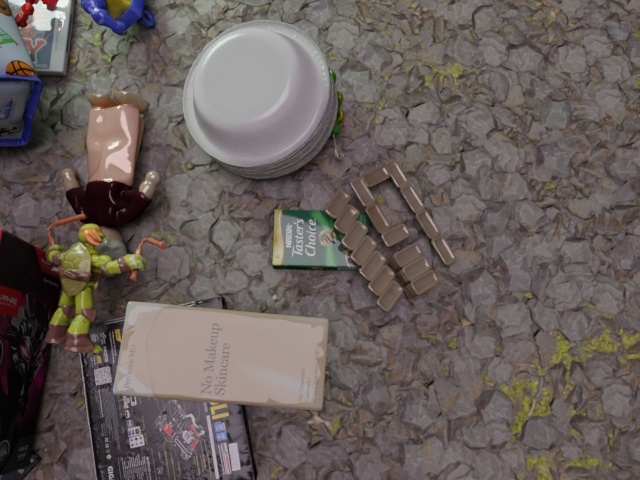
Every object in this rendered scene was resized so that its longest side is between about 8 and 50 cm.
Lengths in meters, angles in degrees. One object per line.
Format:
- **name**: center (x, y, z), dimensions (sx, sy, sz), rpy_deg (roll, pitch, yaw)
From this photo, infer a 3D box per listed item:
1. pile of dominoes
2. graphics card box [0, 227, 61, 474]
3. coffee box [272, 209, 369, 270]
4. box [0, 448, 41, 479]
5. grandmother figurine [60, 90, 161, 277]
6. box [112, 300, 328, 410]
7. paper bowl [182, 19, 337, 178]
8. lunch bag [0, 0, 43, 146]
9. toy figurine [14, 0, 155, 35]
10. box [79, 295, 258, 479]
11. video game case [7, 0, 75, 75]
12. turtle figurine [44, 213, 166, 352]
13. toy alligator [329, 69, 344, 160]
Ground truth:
- **pile of dominoes**: center (0.125, -0.008, 0.990), dimensions (0.195, 0.040, 0.251), rpy_deg (-27, 82, -24)
- **graphics card box**: center (-0.526, 0.181, 0.832), dimensions (0.094, 0.233, 0.371), rpy_deg (5, 74, -3)
- **coffee box**: center (0.000, 0.000, 0.996), dimensions (0.184, 0.040, 0.113), rpy_deg (3, 78, -2)
- **box**: center (-0.541, 0.380, 0.910), dimensions (0.083, 0.018, 0.067), rpy_deg (42, 80, 6)
- **grandmother figurine**: center (-0.389, -0.101, 0.978), dimensions (0.207, 0.104, 0.343), rpy_deg (0, 80, 26)
- **box**: center (-0.150, 0.185, 0.838), dimensions (0.310, 0.121, 0.148), rpy_deg (5, 77, -6)
- **paper bowl**: center (-0.117, -0.267, 0.962), dimensions (0.284, 0.148, 0.285), rpy_deg (-2, 80, 10)
- **lunch bag**: center (-0.699, -0.321, 0.822), dimensions (0.385, 0.239, 0.328), rpy_deg (-15, 73, -40)
- **toy figurine**: center (-0.436, -0.507, 1.049), dimensions (0.217, 0.191, 0.363), rpy_deg (27, 46, -36)
- **box**: center (-0.266, 0.281, 0.913), dimensions (0.257, 0.079, 0.322), rpy_deg (-12, 79, -7)
- **video game case**: center (-0.613, -0.426, 1.065), dimensions (0.201, 0.023, 0.184), rpy_deg (1, 79, -2)
- **turtle figurine**: center (-0.374, 0.065, 0.839), dimensions (0.269, 0.087, 0.218), rpy_deg (7, 87, 24)
- **toy alligator**: center (0.013, -0.245, 1.044), dimensions (0.051, 0.056, 0.190), rpy_deg (-12, 77, 38)
